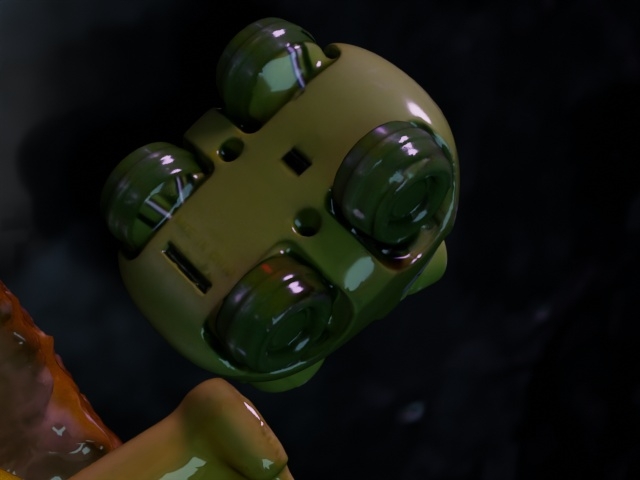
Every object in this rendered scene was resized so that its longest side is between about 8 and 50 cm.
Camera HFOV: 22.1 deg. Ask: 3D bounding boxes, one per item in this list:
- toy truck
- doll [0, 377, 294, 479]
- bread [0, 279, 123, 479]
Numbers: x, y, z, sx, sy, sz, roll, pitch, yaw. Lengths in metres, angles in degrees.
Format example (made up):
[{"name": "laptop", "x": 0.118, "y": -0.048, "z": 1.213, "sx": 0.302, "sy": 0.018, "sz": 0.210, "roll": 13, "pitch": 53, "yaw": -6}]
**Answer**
[{"name": "toy truck", "x": -0.014, "y": 0.004, "z": 0.905, "sx": 0.187, "sy": 0.148, "sz": 0.210, "roll": -38, "pitch": 152, "yaw": -18}, {"name": "doll", "x": -0.172, "y": 0.154, "z": 0.491, "sx": 0.363, "sy": 0.145, "sz": 0.199, "roll": -30, "pitch": 151, "yaw": -15}, {"name": "bread", "x": -0.247, "y": 0.037, "z": 0.660, "sx": 0.207, "sy": 0.279, "sz": 0.279, "roll": -40, "pitch": 130, "yaw": -13}]
